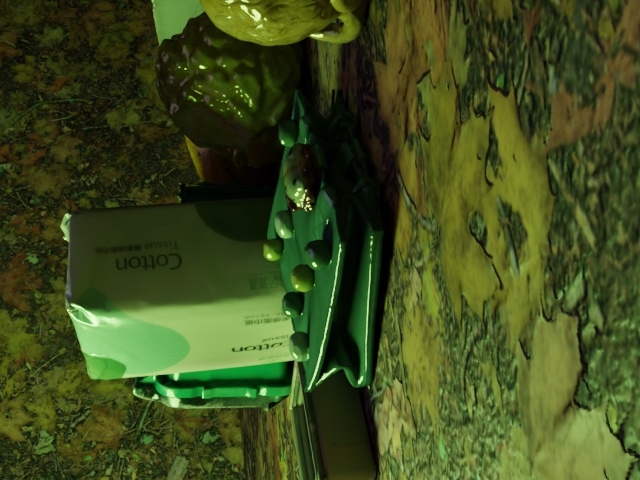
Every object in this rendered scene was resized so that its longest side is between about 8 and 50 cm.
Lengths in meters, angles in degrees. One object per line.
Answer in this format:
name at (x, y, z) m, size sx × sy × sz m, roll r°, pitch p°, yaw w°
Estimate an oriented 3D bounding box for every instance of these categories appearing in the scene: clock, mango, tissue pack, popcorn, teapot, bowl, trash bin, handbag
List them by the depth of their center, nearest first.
teapot at (-0.008, -0.271, 0.805) m, size 0.311 × 0.166 × 0.203 m, roll 65°, pitch -137°, yaw -66°
handbag at (-0.005, 0.002, 1.001) m, size 0.274 × 0.100 × 0.269 m, roll 95°, pitch 167°, yaw -44°
clock at (0.011, 0.242, 1.090) m, size 0.147 × 0.071 × 0.192 m, roll 98°, pitch 165°, yaw -50°
tissue pack at (-0.180, 0.072, 1.272) m, size 0.266 × 0.356 × 0.194 m, roll 104°, pitch 159°, yaw -61°
popcorn at (-0.121, -0.234, 1.294) m, size 0.259 × 0.259 × 0.212 m, roll 115°, pitch 174°, yaw -70°
trash bin at (-0.190, 0.099, 1.597) m, size 0.259 × 0.295 × 0.381 m, roll -120°, pitch 33°, yaw -66°
mango at (-0.171, -0.165, 1.701) m, size 0.191 × 0.159 × 0.291 m, roll -105°, pitch 3°, yaw -59°
bowl at (-0.311, -0.670, 2.126) m, size 0.435 × 0.195 × 0.435 m, roll 175°, pitch 90°, yaw -87°
